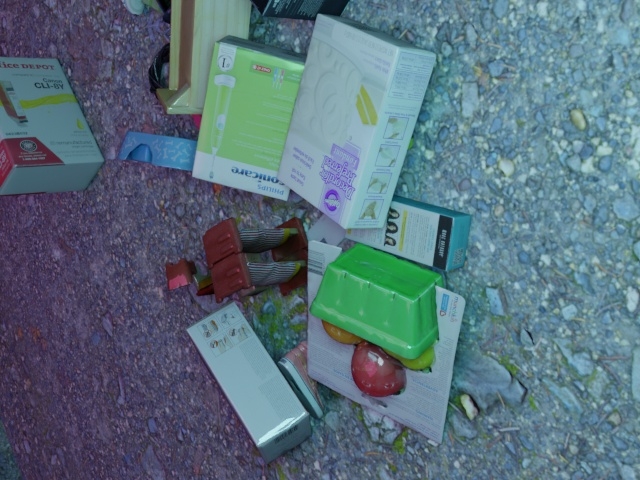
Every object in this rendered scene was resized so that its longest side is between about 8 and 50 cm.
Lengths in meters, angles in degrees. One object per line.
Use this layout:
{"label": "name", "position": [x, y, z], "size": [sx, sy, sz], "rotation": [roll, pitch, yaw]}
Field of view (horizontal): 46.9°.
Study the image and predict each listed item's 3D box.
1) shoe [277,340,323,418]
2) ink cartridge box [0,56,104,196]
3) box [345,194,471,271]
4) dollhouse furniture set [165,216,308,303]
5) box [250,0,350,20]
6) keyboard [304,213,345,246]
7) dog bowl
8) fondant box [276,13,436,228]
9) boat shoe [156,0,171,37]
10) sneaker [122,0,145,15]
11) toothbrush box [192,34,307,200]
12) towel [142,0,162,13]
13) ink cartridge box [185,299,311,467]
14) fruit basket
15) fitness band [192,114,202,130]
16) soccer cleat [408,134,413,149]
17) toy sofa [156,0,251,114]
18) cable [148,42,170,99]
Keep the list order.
{"label": "shoe", "position": [-0.021, 0.305, 1.621], "size": [0.063, 0.081, 0.178], "rotation": [10, 135, 54]}
{"label": "ink cartridge box", "position": [-0.840, -0.334, 2.125], "size": [0.160, 0.279, 0.385], "rotation": [-42, 69, 39]}
{"label": "box", "position": [0.158, -0.026, 1.384], "size": [0.244, 0.060, 0.100], "rotation": [19, 111, 40]}
{"label": "dollhouse furniture set", "position": [-0.205, 0.079, 1.637], "size": [0.374, 0.201, 0.152], "rotation": [-28, 72, 44]}
{"label": "box", "position": [-0.051, -0.504, 1.390], "size": [0.153, 0.207, 0.108], "rotation": [54, 130, 23]}
{"label": "keyboard", "position": [0.000, 0.000, 1.577], "size": [0.072, 0.014, 0.256], "rotation": [55, 130, 14]}
{"label": "dog bowl", "position": [-0.369, -0.214, 1.789], "size": [0.297, 0.166, 0.074], "rotation": [12, 95, 42]}
{"label": "fondant box", "position": [0.054, -0.217, 1.348], "size": [0.238, 0.096, 0.330], "rotation": [38, 122, 44]}
{"label": "boat shoe", "position": [-0.337, -0.525, 1.724], "size": [0.258, 0.089, 0.109], "rotation": [53, 127, 9]}
{"label": "sneaker", "position": [-0.442, -0.653, 1.834], "size": [0.083, 0.071, 0.191], "rotation": [26, 115, 32]}
{"label": "toothbrush box", "position": [-0.129, -0.250, 1.508], "size": [0.206, 0.122, 0.283], "rotation": [14, 112, 1]}
{"label": "towel", "position": [-0.372, -0.626, 1.786], "size": [0.113, 0.023, 0.152], "rotation": [33, 123, 16]}
{"label": "ink cartridge box", "position": [-0.156, 0.332, 1.672], "size": [0.309, 0.130, 0.272], "rotation": [53, 165, 22]}
{"label": "fruit basket", "position": [0.115, 0.190, 1.421], "size": [0.327, 0.165, 0.353], "rotation": [21, 132, 29]}
{"label": "fitness band", "position": [-0.197, -0.303, 1.675], "size": [0.291, 0.054, 0.209], "rotation": [38, 122, 34]}
{"label": "soccer cleat", "position": [0.121, -0.236, 1.388], "size": [0.072, 0.060, 0.179], "rotation": [-45, 60, 49]}
{"label": "toy sofa", "position": [-0.245, -0.451, 1.558], "size": [0.150, 0.177, 0.362], "rotation": [-129, 41, -54]}
{"label": "cable", "position": [-0.368, -0.414, 1.821], "size": [0.184, 0.047, 0.150], "rotation": [33, 119, 36]}
